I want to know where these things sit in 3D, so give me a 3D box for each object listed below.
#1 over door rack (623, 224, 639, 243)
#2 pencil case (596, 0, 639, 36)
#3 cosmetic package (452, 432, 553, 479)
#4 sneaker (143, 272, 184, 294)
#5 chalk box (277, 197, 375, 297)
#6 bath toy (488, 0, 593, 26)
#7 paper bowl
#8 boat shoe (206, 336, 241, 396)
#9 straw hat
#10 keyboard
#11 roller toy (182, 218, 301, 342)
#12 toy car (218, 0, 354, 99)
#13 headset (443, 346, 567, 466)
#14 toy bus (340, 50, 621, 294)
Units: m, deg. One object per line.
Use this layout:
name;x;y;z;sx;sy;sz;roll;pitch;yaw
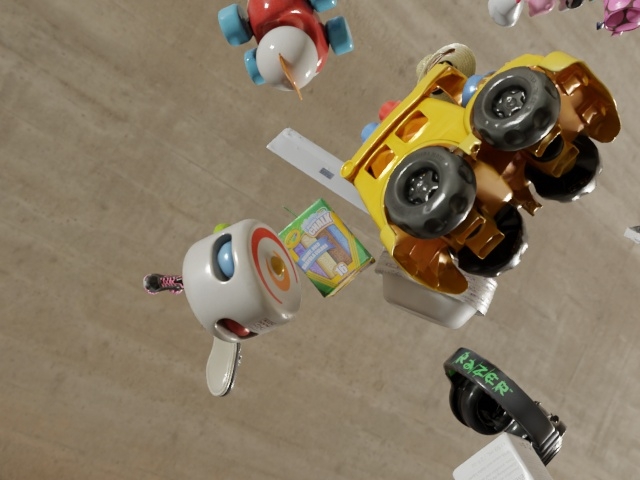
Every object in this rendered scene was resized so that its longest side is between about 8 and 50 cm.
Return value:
over door rack;0.713;-0.038;1.061;0.108;0.239;0.324;0;29;-20
pencil case;0.653;-0.557;1.253;0.095;0.209;0.098;3;-15;18
cosmetic package;0.304;0.414;0.834;0.085;0.117;0.231;28;23;-38
sneaker;-0.328;0.090;1.248;0.057;0.047;0.119;-17;-12;29
chalk box;0.000;0.000;1.235;0.213;0.132;0.132;51;5;9
bath toy;0.637;-0.708;1.604;0.129;0.348;0.151;134;-63;-83
paper bowl;0.265;0.113;1.387;0.284;0.148;0.284;23;-7;3
boat shoe;-0.168;0.211;1.101;0.065;0.075;0.206;40;28;-34
straw hat;0.204;-0.295;1.022;0.061;0.144;0.144;48;6;37
keyboard;0.017;-0.136;1.129;0.256;0.072;0.014;34;-29;9
roller toy;-0.124;0.069;0.988;0.209;0.146;0.191;63;20;-10
toy car;-0.055;-0.343;1.083;0.219;0.238;0.210;-16;-34;14
headset;0.395;0.343;1.168;0.243;0.185;0.394;36;-16;49
toy bus;0.130;-0.093;0.554;0.149;0.220;0.211;28;21;-43
